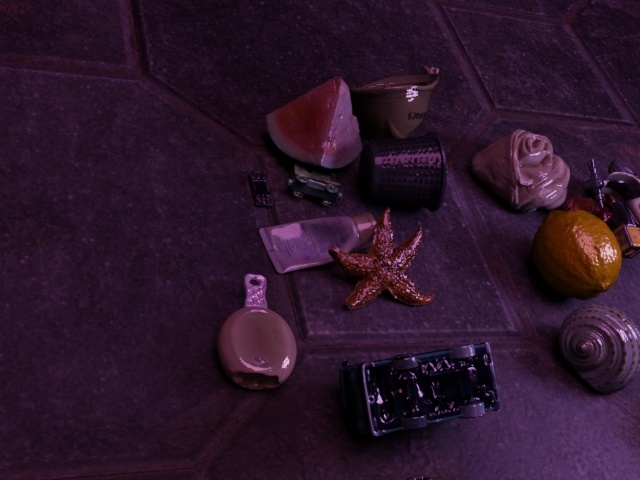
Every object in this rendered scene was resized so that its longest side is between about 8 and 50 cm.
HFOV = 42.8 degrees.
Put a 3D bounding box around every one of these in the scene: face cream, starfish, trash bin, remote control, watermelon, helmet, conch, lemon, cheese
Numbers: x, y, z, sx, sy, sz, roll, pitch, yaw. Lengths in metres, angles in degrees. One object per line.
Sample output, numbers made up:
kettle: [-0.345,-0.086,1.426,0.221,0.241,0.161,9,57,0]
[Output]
face cream: [0.000,0.000,1.608,0.224,0.070,0.114,-14,54,-18]
starfish: [0.128,0.053,1.583,0.241,0.043,0.227,33,73,-18]
trash bin: [0.167,-0.148,1.748,0.161,0.175,0.175,0,49,-10]
remote control: [-0.123,-0.105,1.670,0.039,0.014,0.096,2,51,-23]
watermelon: [-0.010,-0.248,1.767,0.207,0.136,0.202,30,80,12]
helmet: [0.174,-0.304,1.901,0.204,0.137,0.258,7,21,38]
conch: [0.572,0.199,1.623,0.200,0.131,0.172,-21,60,-36]
lemon: [0.545,0.029,1.736,0.181,0.180,0.193,-23,41,-38]
cheese: [-0.111,0.149,1.409,0.137,0.064,0.227,10,45,-18]

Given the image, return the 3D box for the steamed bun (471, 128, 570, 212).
steamed bun: [0.491,-0.177,1.919,0.211,0.144,0.218,-19,60,-37]

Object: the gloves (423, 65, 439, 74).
gloves: [0.289,-0.435,2.138,0.044,0.037,0.081,44,30,-19]

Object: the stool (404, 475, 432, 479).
stool: [0.137,0.414,1.244,0.096,0.110,0.096,16,45,-16]

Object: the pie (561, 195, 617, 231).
pie: [0.645,-0.032,1.922,0.183,0.049,0.182,18,39,-16]

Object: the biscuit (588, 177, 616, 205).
biscuit: [0.756,-0.091,2.018,0.205,0.031,0.138,31,28,-8]

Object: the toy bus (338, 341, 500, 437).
toy bus: [0.159,0.250,1.377,0.256,0.147,0.128,-5,81,-27]

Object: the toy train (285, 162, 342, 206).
toy train: [-0.014,-0.115,1.706,0.122,0.050,0.081,15,34,-14]

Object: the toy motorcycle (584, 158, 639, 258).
toy motorcycle: [0.704,-0.082,1.890,0.157,0.091,0.263,4,56,-25]
